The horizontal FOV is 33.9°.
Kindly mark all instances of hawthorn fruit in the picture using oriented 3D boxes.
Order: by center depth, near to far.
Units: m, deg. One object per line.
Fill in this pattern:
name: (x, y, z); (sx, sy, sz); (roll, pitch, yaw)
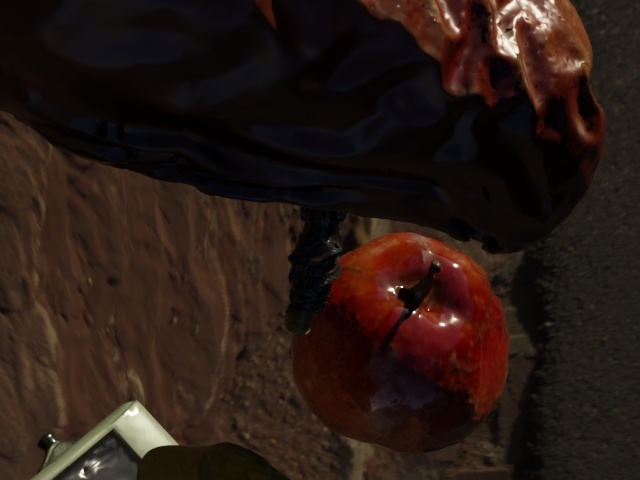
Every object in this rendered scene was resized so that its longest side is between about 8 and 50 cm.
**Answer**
hawthorn fruit: (0.089, 0.090, 1.097); (0.241, 0.272, 0.242); (1, 58, -1)

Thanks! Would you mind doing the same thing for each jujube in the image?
jujube: (-0.018, -0.110, 0.496); (0.342, 0.216, 0.216); (27, 76, -17)

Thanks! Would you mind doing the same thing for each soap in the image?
soap: (-0.058, 0.146, 0.554); (0.033, 0.168, 0.089); (-21, 83, -34)

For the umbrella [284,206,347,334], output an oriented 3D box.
umbrella: (0.000, 0.000, 0.780); (0.040, 0.037, 0.144); (16, 102, 15)

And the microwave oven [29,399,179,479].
microwave oven: (-0.255, 0.362, 0.832); (0.247, 0.333, 0.394); (42, 47, 10)
